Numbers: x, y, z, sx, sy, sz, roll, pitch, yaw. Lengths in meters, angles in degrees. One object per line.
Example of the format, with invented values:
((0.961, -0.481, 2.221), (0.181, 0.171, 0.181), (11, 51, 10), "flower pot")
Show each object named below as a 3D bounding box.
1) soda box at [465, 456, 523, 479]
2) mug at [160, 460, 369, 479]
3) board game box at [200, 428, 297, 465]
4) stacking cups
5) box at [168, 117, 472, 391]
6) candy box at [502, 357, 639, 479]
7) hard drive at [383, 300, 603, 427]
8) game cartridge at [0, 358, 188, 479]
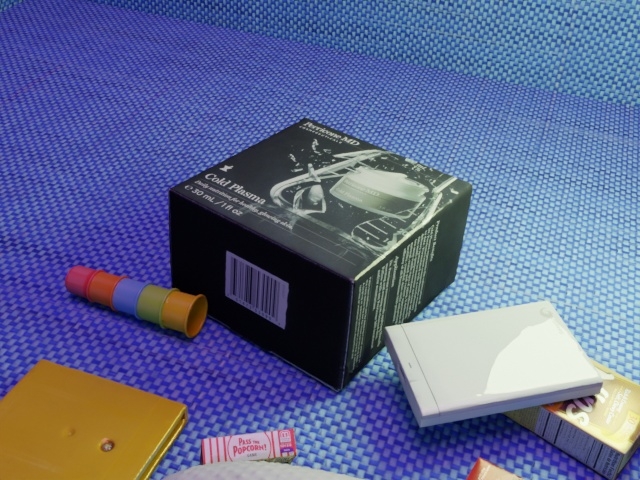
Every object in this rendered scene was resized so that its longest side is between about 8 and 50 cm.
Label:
((0.234, 0.476, 1.263), (0.083, 0.092, 0.263), (21, 39, 24), "soda box")
((-0.106, 0.488, 1.083), (0.328, 0.276, 0.374), (6, 56, 20), "mug")
((-0.124, 0.361, 1.303), (0.146, 0.193, 0.045), (-3, 65, -12), "board game box")
((-0.404, 0.125, 1.691), (0.316, 0.096, 0.096), (13, 36, 15), "stacking cups")
((0.000, 0.000, 1.741), (0.480, 0.297, 0.471), (26, 38, 27), "box")
((0.473, 0.302, 1.536), (0.316, 0.088, 0.183), (29, 44, 32), "candy box")
((0.324, 0.229, 1.518), (0.353, 0.047, 0.233), (-8, 38, -11), "hard drive")
((-0.443, 0.356, 1.400), (0.323, 0.053, 0.285), (13, 36, 16), "game cartridge")
